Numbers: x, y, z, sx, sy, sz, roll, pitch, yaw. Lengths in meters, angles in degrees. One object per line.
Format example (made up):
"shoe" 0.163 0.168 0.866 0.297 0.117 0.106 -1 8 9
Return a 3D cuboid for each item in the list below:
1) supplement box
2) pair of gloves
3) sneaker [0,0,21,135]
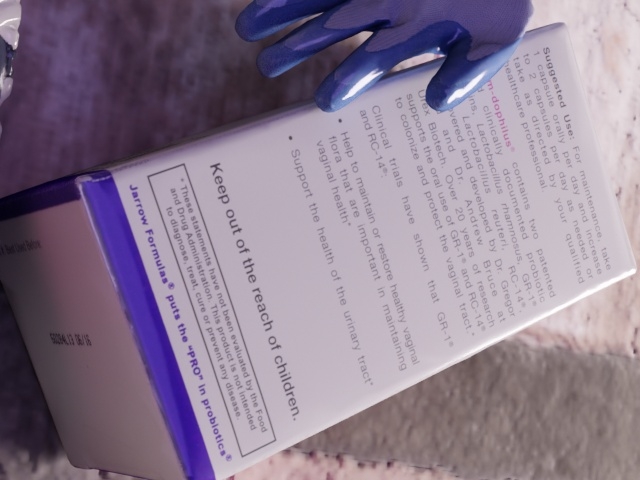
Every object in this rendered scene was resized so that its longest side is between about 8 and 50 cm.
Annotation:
"supplement box" 0.000 0.000 0.507 0.220 0.111 0.114 -23 98 -30
"pair of gloves" 0.004 -0.123 0.505 0.159 0.023 0.198 -29 61 -37
"sneaker" -0.188 -0.043 0.405 0.153 0.094 0.235 8 91 -39
